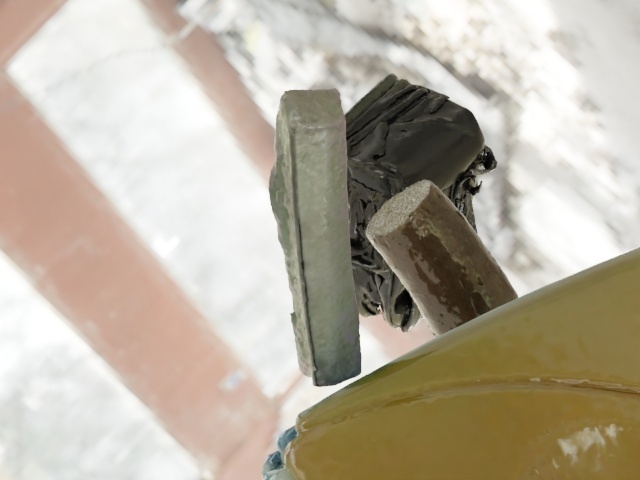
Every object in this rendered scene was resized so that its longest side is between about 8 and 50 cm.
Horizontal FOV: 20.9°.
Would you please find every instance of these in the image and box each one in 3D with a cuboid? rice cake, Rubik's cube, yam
[{"bbox_3d":[0.000,0.000,1.097,0.036,0.047,0.206,36,139,51],"label":"rice cake"},{"bbox_3d":[0.197,0.249,1.097,0.347,0.352,0.351,60,172,36],"label":"Rubik's cube"},{"bbox_3d":[0.100,0.021,1.431,0.127,0.084,0.084,52,165,-12],"label":"yam"}]

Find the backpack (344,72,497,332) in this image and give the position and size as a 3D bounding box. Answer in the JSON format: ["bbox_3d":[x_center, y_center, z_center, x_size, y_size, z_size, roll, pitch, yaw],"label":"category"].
[{"bbox_3d":[0.089,-0.025,1.796,0.133,0.206,0.258,25,135,27],"label":"backpack"}]
